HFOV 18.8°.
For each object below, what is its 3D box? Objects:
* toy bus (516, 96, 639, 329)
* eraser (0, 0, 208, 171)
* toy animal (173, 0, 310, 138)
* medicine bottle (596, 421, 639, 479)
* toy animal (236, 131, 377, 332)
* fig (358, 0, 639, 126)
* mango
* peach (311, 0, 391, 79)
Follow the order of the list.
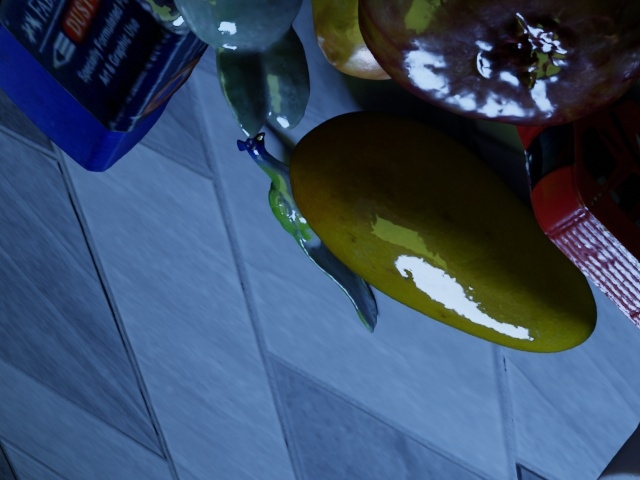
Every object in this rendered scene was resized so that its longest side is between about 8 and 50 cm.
[{"bbox_3d":[0.191,-0.025,1.210,0.195,0.089,0.081,46,153,-3],"label":"toy bus"},{"bbox_3d":[-0.163,-0.179,1.469,0.155,0.101,0.332,44,153,0],"label":"eraser"},{"bbox_3d":[-0.062,-0.187,1.256,0.127,0.125,0.251,3,129,10],"label":"toy animal"},{"bbox_3d":[0.278,0.094,1.075,0.152,0.254,0.152,34,152,20],"label":"medicine bottle"},{"bbox_3d":[0.009,0.000,1.561,0.075,0.041,0.217,6,139,53],"label":"toy animal"},{"bbox_3d":[0.110,-0.167,1.085,0.175,0.207,0.175,3,130,3],"label":"fig"},{"bbox_3d":[0.085,-0.006,1.360,0.253,0.113,0.138,34,153,15],"label":"mango"},{"bbox_3d":[0.041,-0.150,1.232,0.101,0.101,0.100,33,152,21],"label":"peach"}]
